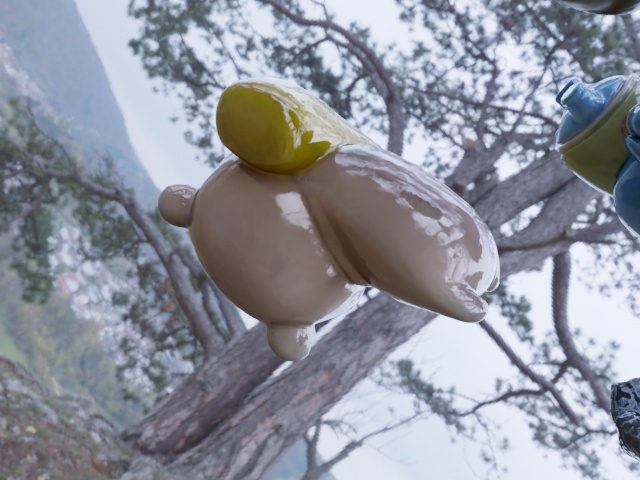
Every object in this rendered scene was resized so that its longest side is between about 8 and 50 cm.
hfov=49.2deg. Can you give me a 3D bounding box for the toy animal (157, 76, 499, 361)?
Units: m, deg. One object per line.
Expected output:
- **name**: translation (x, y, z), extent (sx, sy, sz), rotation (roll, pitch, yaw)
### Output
- **toy animal**: translation (0.007, 0.001, 0.768), extent (0.345, 0.246, 0.277), rotation (36, 8, 7)

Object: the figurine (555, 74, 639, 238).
- **figurine**: translation (0.330, -0.075, 0.677), extent (0.262, 0.154, 0.180), rotation (48, -7, 17)

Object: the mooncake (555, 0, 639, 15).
- **mooncake**: translation (0.234, -0.299, 0.526), extent (0.234, 0.235, 0.117), rotation (61, -19, 3)

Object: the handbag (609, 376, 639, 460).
- **handbag**: translation (0.438, 0.187, 0.733), extent (0.175, 0.271, 0.088), rotation (-167, -116, -77)
